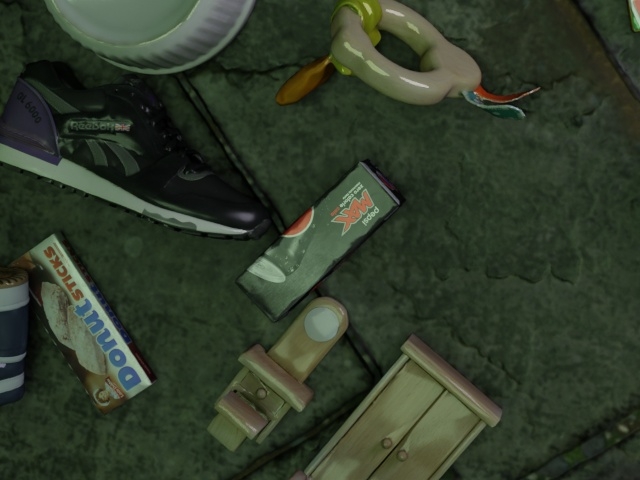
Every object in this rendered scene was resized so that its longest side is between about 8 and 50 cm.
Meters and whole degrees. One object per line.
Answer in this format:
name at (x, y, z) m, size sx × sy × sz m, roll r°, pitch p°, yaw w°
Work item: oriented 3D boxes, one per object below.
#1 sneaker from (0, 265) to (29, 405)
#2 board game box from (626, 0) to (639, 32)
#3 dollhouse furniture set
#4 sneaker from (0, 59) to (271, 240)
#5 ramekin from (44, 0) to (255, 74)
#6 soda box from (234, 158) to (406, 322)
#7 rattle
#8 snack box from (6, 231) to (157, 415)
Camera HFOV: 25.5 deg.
sneaker at (-0.422, 0.106, 1.390) m, size 0.282 × 0.099 × 0.153 m, roll 0°, pitch 105°, yaw 5°
board game box at (0.395, -0.269, 1.246) m, size 0.259 × 0.039 × 0.124 m, roll -10°, pitch 95°, yaw 9°
dollhouse furniture set at (0.034, 0.196, 1.199) m, size 0.303 × 0.355 × 0.174 m, roll 40°, pitch 101°, yaw 5°
sneaker at (-0.171, -0.090, 1.336) m, size 0.283 × 0.107 × 0.124 m, roll 20°, pitch 94°, yaw 8°
ramekin at (-0.165, -0.258, 1.310) m, size 0.207 × 0.109 × 0.207 m, roll 1°, pitch 97°, yaw 10°
soda box at (0.000, 0.000, 1.337) m, size 0.169 × 0.053 × 0.060 m, roll -44°, pitch 88°, yaw 11°
rattle at (0.080, -0.129, 1.302) m, size 0.199 × 0.130 × 0.143 m, roll 23°, pitch 113°, yaw -20°
snack box at (-0.237, 0.083, 1.405) m, size 0.064 × 0.022 × 0.178 m, roll -34°, pitch 89°, yaw 13°
